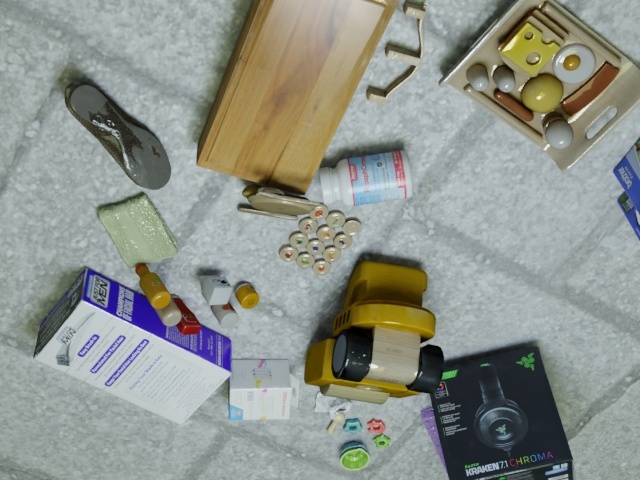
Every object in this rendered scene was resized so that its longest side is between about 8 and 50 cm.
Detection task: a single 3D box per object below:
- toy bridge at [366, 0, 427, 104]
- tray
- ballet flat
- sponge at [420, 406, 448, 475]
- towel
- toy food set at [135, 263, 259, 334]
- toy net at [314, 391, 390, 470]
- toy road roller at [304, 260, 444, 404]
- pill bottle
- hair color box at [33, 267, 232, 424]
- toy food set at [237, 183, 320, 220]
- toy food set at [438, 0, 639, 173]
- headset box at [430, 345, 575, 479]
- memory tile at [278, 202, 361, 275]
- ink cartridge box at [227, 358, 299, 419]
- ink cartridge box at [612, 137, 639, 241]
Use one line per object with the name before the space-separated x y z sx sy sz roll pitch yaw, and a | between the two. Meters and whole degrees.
toy bridge | 0.140 -0.312 1.758 0.063 0.026 0.188 13 124 -18
tray | -0.047 -0.268 1.722 0.203 0.076 0.411 15 128 -16
ballet flat | -0.349 -0.180 1.796 0.084 0.058 0.250 -53 128 -12
sponge | 0.309 0.439 2.329 0.117 0.031 0.210 -19 126 9
towel | -0.335 -0.014 1.932 0.110 0.027 0.148 -19 126 7
toy food set | -0.243 0.105 2.002 0.232 0.104 0.111 -2 126 -35
toy net | 0.068 0.404 2.270 0.122 0.045 0.232 -21 125 10
toy road roller | 0.110 0.180 2.047 0.203 0.240 0.329 11 162 -14
pill bottle | 0.081 -0.108 1.866 0.160 0.087 0.087 -9 127 0
hair color box | -0.362 0.213 2.049 0.339 0.110 0.185 30 120 -26
toy food set | -0.072 -0.075 1.857 0.132 0.192 0.038 9 81 -15
toy food set | 0.383 -0.266 1.774 0.306 0.092 0.219 30 119 -25
headset box | 0.362 0.373 2.140 0.246 0.283 0.131 -13 142 5
memory tile | 0.000 0.000 1.984 0.113 0.012 0.148 24 120 -22
ink cartridge box | -0.117 0.307 2.152 0.143 0.090 0.092 1 127 -7
ink cartridge box | 0.625 -0.141 1.833 0.065 0.185 0.311 18 123 -21
